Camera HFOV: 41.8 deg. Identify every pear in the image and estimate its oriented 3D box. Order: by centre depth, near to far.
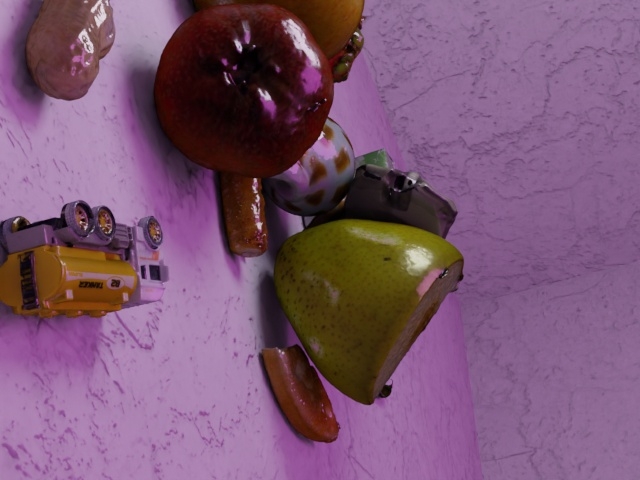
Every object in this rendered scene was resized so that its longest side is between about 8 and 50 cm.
[{"bbox_3d":[0.061,0.079,1.549,0.342,0.318,0.238,-52,157,-20],"label":"pear"}]

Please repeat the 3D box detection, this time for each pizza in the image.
[{"bbox_3d":[-0.035,0.277,1.533,0.271,0.056,0.134,54,27,-43],"label":"pizza"}]

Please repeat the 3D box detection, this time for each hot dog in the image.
[{"bbox_3d":[-0.141,-0.106,1.509,0.083,0.068,0.289,5,61,-30],"label":"hot dog"}]

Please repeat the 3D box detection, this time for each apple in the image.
[{"bbox_3d":[-0.069,-0.532,1.675,0.400,0.334,0.400,-8,99,-62],"label":"apple"}]

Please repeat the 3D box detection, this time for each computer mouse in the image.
[{"bbox_3d":[0.169,-0.058,1.736,0.429,0.228,0.145,85,31,-70],"label":"computer mouse"}]

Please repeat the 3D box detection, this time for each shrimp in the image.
[{"bbox_3d":[0.000,0.000,1.882,0.058,0.169,0.296,49,-24,18],"label":"shrimp"}]

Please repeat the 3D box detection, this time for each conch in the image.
[{"bbox_3d":[-0.039,-0.173,1.706,0.249,0.197,0.368,62,-7,-14],"label":"conch"}]

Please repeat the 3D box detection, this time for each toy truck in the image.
[{"bbox_3d":[-0.256,0.029,0.914,0.227,0.098,0.114,14,64,-70],"label":"toy truck"}]

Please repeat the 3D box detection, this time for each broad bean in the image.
[{"bbox_3d":[0.145,0.360,2.146,0.227,0.039,0.069,51,33,-58],"label":"broad bean"}]

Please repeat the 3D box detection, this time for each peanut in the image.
[{"bbox_3d":[-0.308,-0.251,1.036,0.098,0.090,0.214,74,13,-44],"label":"peanut"}]

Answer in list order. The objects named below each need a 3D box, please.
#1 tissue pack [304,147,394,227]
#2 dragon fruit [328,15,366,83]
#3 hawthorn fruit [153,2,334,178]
[{"bbox_3d":[0.063,-0.117,1.975,0.145,0.229,0.159,50,26,-57],"label":"tissue pack"},{"bbox_3d":[-0.013,-0.505,2.086,0.231,0.237,0.302,-110,-152,-55],"label":"dragon fruit"},{"bbox_3d":[-0.132,-0.245,1.392,0.369,0.285,0.284,-138,-152,-76],"label":"hawthorn fruit"}]
